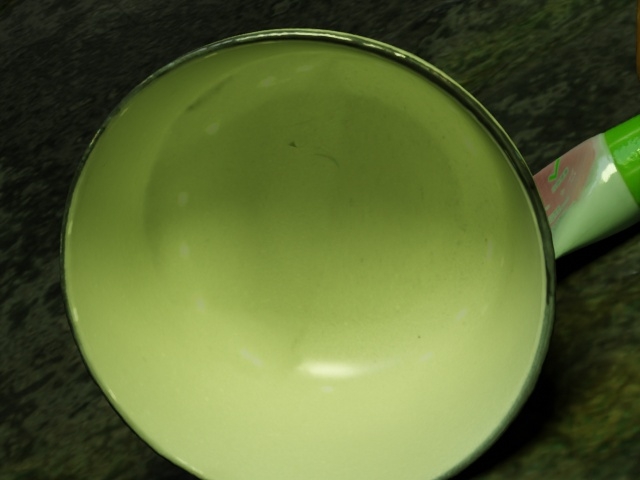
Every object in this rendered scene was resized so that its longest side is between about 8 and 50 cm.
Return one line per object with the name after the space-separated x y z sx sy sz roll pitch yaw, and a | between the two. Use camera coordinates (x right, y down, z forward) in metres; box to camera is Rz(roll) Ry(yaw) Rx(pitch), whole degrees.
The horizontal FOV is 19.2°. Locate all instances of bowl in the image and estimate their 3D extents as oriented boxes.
0.000 0.000 0.927 0.237 0.238 0.126 -22 14 16 | bowl

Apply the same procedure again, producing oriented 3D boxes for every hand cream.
0.074 0.012 1.018 0.275 0.050 0.079 -29 2 15 | hand cream

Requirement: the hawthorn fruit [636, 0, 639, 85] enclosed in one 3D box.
0.250 -0.102 0.890 0.208 0.208 0.248 5 69 48 | hawthorn fruit
